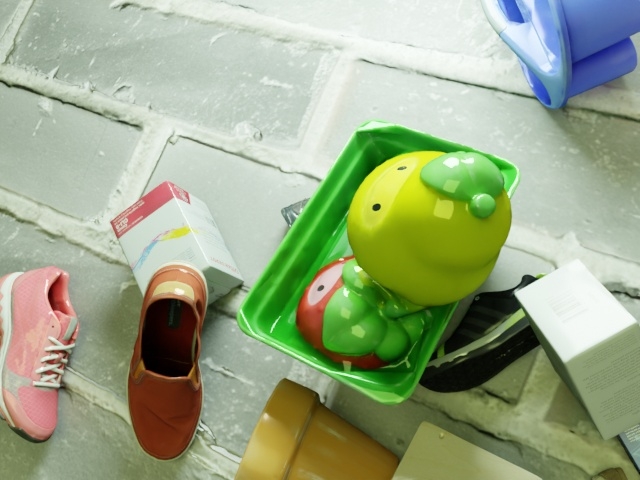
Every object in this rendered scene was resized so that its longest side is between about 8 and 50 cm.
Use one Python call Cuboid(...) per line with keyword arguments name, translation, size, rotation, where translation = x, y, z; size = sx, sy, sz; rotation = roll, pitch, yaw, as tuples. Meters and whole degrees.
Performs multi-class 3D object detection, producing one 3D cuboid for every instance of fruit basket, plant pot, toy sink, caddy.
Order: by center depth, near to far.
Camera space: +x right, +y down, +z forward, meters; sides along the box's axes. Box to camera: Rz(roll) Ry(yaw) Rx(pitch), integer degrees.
Cuboid(name="fruit basket", translation=(0.088, 0.000, 0.766), size=(0.282, 0.392, 0.392), rotation=(23, 83, 24))
Cuboid(name="toy sink", translation=(0.168, 0.355, 0.781), size=(0.152, 0.234, 0.131), rotation=(21, 53, 24))
Cuboid(name="plant pot", translation=(-0.003, 0.317, 0.841), size=(0.187, 0.205, 0.205), rotation=(20, 82, 8))
Cuboid(name="caddy", translation=(0.322, -0.358, 0.889), size=(0.179, 0.241, 0.341), rotation=(-18, 69, 9))

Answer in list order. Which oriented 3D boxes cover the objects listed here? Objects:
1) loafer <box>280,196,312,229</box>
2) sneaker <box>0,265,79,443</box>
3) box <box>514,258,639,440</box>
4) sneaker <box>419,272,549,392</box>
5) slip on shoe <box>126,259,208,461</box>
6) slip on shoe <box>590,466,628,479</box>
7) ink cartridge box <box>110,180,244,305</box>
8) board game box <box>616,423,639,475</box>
Cuboid(name="loafer", translation=(0.000, 0.000, 0.995), size=(0.061, 0.062, 0.170), rotation=(-33, 68, 2))
Cuboid(name="sneaker", translation=(-0.485, 0.185, 1.080), size=(0.136, 0.116, 0.314), rotation=(-19, 69, 12))
Cuboid(name="box", translation=(0.331, 0.133, 0.759), size=(0.091, 0.170, 0.130), rotation=(-32, 33, 8))
Cuboid(name="sneaker", translation=(0.233, 0.128, 0.881), size=(0.234, 0.084, 0.097), rotation=(-31, 43, 7))
Cuboid(name="slip on shoe", translation=(-0.231, 0.196, 0.932), size=(0.123, 0.101, 0.331), rotation=(8, 109, -7))
Cuboid(name="slip on shoe", translation=(0.391, 0.348, 0.767), size=(0.041, 0.051, 0.135), rotation=(-28, 61, -3))
Cuboid(name="ink cartridge box", translation=(-0.235, 0.020, 1.032), size=(0.127, 0.128, 0.176), rotation=(-34, 66, 7))
Cuboid(name="board game box", translation=(0.474, 0.215, 0.781), size=(0.201, 0.035, 0.136), rotation=(-28, 68, 10))
